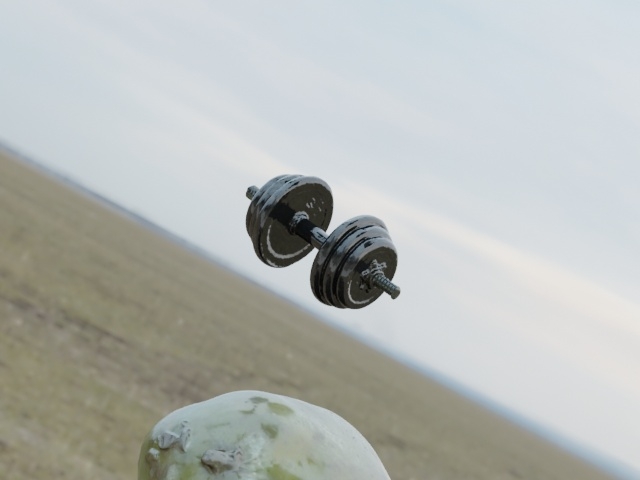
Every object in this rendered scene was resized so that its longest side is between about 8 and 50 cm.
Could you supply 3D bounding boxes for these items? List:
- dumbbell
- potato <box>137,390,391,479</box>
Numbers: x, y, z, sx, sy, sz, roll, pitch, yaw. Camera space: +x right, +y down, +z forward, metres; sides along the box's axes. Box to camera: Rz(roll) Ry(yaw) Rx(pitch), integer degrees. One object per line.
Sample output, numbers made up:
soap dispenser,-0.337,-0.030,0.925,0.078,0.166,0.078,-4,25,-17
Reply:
dumbbell,0.000,0.000,1.507,0.208,0.099,0.099,35,3,35
potato,-0.040,0.259,1.445,0.243,0.221,0.326,55,2,16
